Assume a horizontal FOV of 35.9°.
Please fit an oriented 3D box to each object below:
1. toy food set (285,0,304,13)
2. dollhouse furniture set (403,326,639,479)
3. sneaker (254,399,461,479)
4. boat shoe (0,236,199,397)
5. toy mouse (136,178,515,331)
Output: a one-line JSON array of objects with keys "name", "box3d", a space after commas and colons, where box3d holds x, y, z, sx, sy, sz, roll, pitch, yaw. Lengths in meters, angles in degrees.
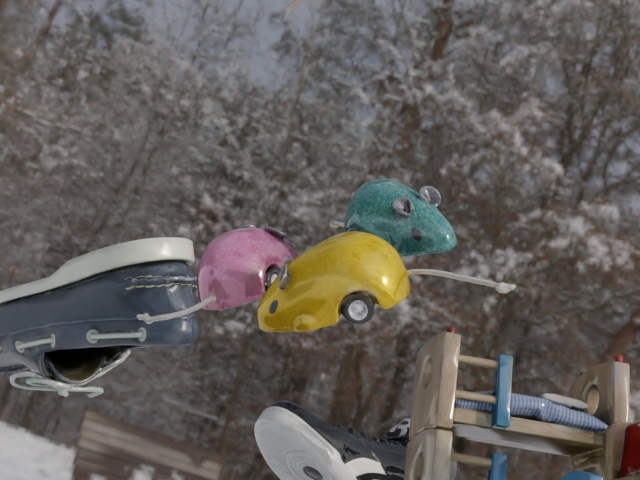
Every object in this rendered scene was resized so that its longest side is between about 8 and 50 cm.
[{"name": "toy food set", "box3d": [-0.048, -0.446, 1.142, 0.219, 0.092, 0.306, -30, -90, 48]}, {"name": "dollhouse furniture set", "box3d": [0.139, 0.114, 0.586, 0.129, 0.129, 0.184, 11, -21, -8]}, {"name": "sneaker", "box3d": [0.041, 0.182, 0.856, 0.079, 0.121, 0.217, -17, -57, 48]}, {"name": "boat shoe", "box3d": [-0.172, 0.067, 0.697, 0.254, 0.079, 0.095, -21, -16, 36]}, {"name": "toy mouse", "box3d": [0.000, 0.000, 0.442, 0.161, 0.031, 0.143, -13, 17, 11]}]
